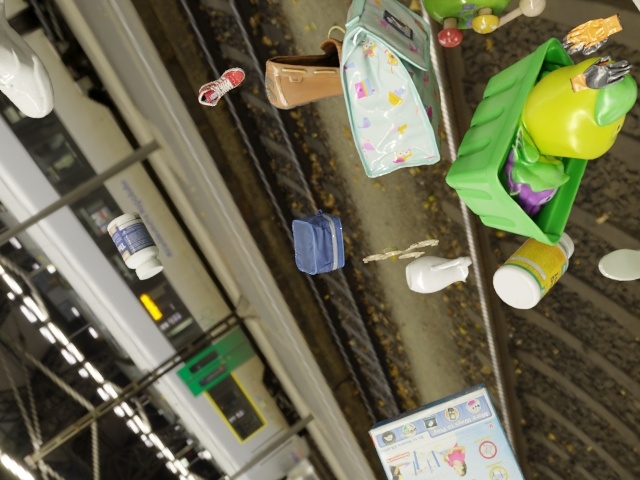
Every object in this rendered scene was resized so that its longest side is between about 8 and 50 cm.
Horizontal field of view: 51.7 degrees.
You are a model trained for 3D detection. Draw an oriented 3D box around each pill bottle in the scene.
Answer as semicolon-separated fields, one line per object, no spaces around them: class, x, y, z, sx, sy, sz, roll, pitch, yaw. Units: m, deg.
pill bottle;-0.352;0.012;1.266;0.120;0.067;0.067;59;167;9
pill bottle;0.515;0.061;1.575;0.117;0.208;0.118;32;142;29

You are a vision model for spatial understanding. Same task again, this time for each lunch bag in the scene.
lunch bag;0.113;-0.281;1.113;0.223;0.160;0.262;-77;-31;-50
lunch bag;0.000;0.000;1.053;0.067;0.065;0.099;19;117;55

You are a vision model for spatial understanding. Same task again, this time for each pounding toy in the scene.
pounding toy;0.322;-0.452;1.345;0.183;0.236;0.110;162;111;-64

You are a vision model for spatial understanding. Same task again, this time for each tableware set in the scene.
tableware set;0.180;0.028;1.480;0.141;0.168;0.020;134;124;-73

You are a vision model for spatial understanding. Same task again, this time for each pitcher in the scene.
pitcher;0.406;0.102;2.259;0.178;0.207;0.126;91;170;-67

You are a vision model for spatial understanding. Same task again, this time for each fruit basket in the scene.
fruit basket;0.462;-0.207;1.275;0.283;0.392;0.392;41;175;-31

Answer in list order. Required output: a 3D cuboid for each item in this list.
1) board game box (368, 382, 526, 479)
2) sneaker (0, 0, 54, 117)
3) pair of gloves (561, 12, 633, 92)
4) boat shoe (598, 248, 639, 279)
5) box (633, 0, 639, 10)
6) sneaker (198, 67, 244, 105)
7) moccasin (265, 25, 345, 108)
board game box;0.320;0.548;1.614;0.086;0.308;0.302;14;-127;-77
sneaker;-0.400;-0.222;0.783;0.080;0.094;0.212;10;140;23
pair of gloves;0.336;-0.226;0.805;0.074;0.010;0.083;-14;90;38
boat shoe;0.803;0.061;1.684;0.081;0.227;0.079;122;138;-73
box;0.832;-0.699;1.636;0.232;0.127;0.148;42;164;-22
sneaker;-0.225;-0.344;1.491;0.042;0.118;0.067;55;-160;-30
moccasin;0.038;-0.439;1.626;0.139;0.379;0.147;-129;29;-50
